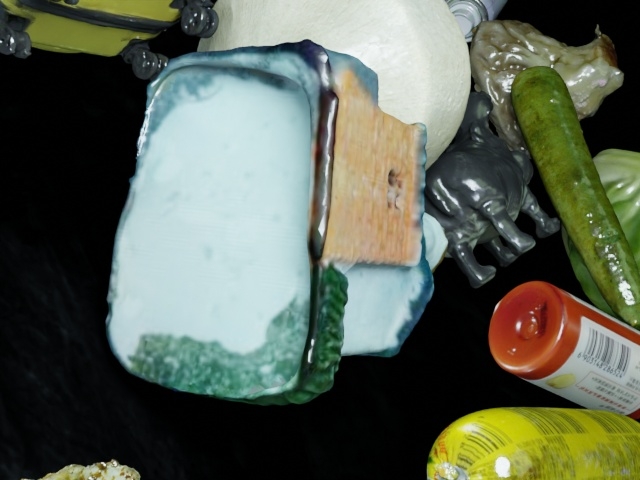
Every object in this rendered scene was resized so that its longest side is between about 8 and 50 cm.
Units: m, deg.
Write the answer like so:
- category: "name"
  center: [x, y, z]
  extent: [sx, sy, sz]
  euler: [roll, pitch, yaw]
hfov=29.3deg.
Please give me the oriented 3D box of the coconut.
- category: "coconut"
  center: [0.002, -0.143, 1.109]
  extent: [0.237, 0.237, 0.266]
  euler: [54, 26, 3]

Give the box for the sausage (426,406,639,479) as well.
- category: "sausage"
  center: [0.213, 0.216, 1.130]
  extent: [0.347, 0.123, 0.123]
  euler: [10, 51, -48]

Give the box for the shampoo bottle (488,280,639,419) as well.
- category: "shampoo bottle"
  center: [0.312, 0.137, 1.356]
  extent: [0.278, 0.104, 0.104]
  euler: [26, 40, -36]

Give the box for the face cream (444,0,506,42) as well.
- category: "face cream"
  center: [0.222, -0.340, 1.746]
  extent: [0.075, 0.075, 0.229]
  euler: [48, 31, -8]

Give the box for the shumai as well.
- category: "shumai"
  center: [0.304, -0.221, 1.621]
  extent: [0.166, 0.175, 0.206]
  euler: [-26, 90, -59]

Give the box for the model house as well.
- category: "model house"
  center: [0.000, 0.000, 0.970]
  extent: [0.291, 0.184, 0.253]
  euler: [11, 82, -55]

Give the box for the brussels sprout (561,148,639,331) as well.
- category: "brussels sprout"
  center: [0.415, 0.000, 1.528]
  extent: [0.244, 0.244, 0.244]
  euler: [33, 36, -29]

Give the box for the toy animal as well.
- category: "toy animal"
  center: [0.187, -0.059, 1.393]
  extent: [0.168, 0.106, 0.343]
  euler: [47, 23, -7]

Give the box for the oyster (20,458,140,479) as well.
- category: "oyster"
  center: [-0.158, 0.174, 0.778]
  extent: [0.132, 0.029, 0.086]
  euler: [25, 35, -33]

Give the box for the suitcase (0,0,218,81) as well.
- category: "suitcase"
  center: [-0.216, -0.252, 1.019]
  extent: [0.194, 0.143, 0.235]
  euler: [1, 59, -51]

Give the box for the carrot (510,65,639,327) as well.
- category: "carrot"
  center: [0.308, -0.056, 1.464]
  extent: [0.074, 0.074, 0.358]
  euler: [14, 51, -46]
